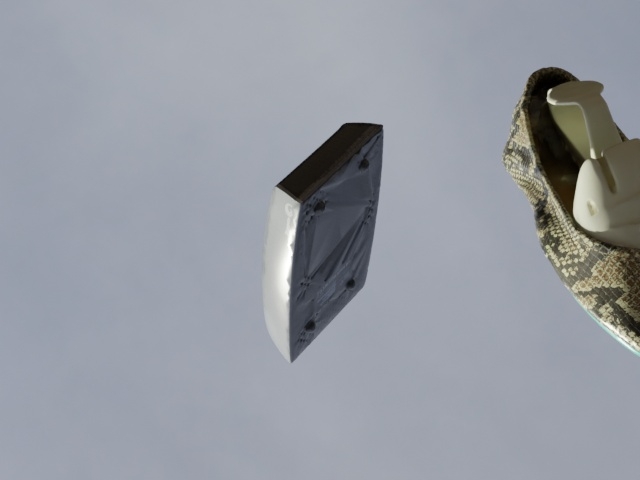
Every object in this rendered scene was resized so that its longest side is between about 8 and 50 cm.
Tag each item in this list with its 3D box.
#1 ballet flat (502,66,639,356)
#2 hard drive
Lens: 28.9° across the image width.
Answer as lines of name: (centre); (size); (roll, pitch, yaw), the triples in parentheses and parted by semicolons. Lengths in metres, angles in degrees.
ballet flat: (0.304, -0.062, 1.348); (0.164, 0.182, 0.483); (-9, -149, -5)
hard drive: (0.000, 0.000, 1.364); (0.054, 0.255, 0.172); (28, -130, 21)
